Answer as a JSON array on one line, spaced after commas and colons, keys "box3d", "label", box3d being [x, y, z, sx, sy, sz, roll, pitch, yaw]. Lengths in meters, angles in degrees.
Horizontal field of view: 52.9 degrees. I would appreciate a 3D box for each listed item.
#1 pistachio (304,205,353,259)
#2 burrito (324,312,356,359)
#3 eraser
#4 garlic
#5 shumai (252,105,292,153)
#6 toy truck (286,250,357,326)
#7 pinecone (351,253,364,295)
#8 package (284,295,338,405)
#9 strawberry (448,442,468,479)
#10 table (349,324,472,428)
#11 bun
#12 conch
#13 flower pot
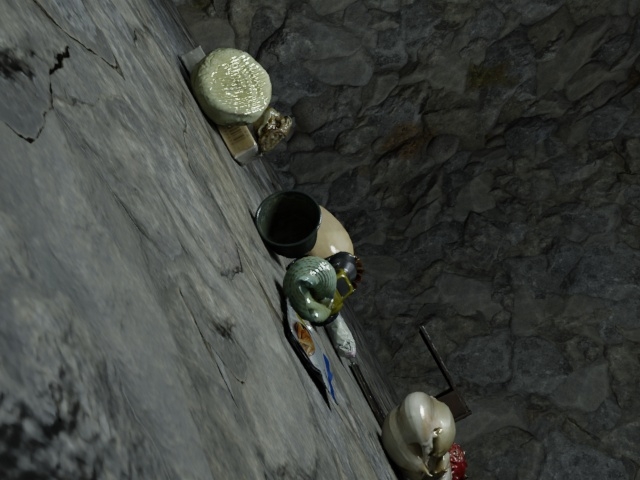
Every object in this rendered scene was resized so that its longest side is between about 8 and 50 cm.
[{"box3d": [0.000, 0.000, 2.258, 0.299, 0.187, 0.187, 57, 0, 19], "label": "pistachio"}, {"box3d": [0.042, 0.238, 1.767, 0.203, 0.064, 0.064, 62, 2, 34], "label": "burrito"}, {"box3d": [-0.288, -0.389, 1.881, 0.343, 0.078, 0.144, 61, 0, 4], "label": "eraser"}, {"box3d": [0.248, 0.517, 1.624, 0.203, 0.185, 0.281, -92, 178, -55], "label": "garlic"}, {"box3d": [-0.160, -0.332, 1.865, 0.116, 0.145, 0.145, 38, 10, -20], "label": "shumai"}, {"box3d": [0.022, 0.102, 1.598, 0.147, 0.165, 0.224, 61, 2, -12], "label": "toy truck"}, {"box3d": [0.093, 0.136, 2.694, 0.207, 0.208, 0.208, 61, 2, -3], "label": "pinecone"}, {"box3d": [-0.019, 0.198, 1.183, 0.173, 0.027, 0.171, 57, 3, -18], "label": "package"}, {"box3d": [0.354, 0.690, 1.972, 0.201, 0.184, 0.187, 24, 14, 21], "label": "strawberry"}, {"box3d": [0.262, 0.436, 1.899, 0.282, 0.251, 0.196, 63, 3, 16], "label": "table"}, {"box3d": [-0.249, -0.404, 1.737, 0.220, 0.220, 0.134, 61, -27, -1], "label": "bun"}, {"box3d": [-0.025, 0.103, 1.317, 0.153, 0.102, 0.135, -19, 92, -55], "label": "conch"}, {"box3d": [-0.070, -0.029, 1.532, 0.107, 0.157, 0.157, 78, -13, -59], "label": "flower pot"}]
